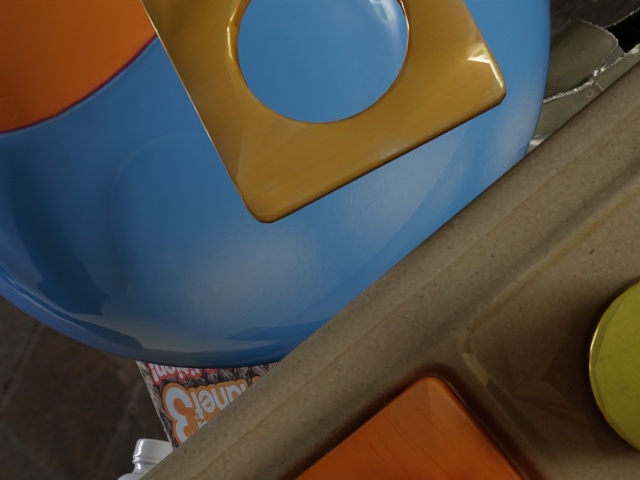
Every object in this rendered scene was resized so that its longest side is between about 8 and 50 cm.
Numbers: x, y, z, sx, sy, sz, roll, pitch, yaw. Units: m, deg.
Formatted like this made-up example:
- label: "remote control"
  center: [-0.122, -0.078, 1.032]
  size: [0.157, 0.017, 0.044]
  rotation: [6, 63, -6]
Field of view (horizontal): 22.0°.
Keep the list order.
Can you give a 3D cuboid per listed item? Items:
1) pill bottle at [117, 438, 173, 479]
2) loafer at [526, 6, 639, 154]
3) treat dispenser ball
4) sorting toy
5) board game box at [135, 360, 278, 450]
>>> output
- label: "pill bottle"
  center: [-0.176, 0.296, 1.713]
  size: [0.094, 0.094, 0.169]
  rotation: [1, 70, 33]
- label: "loafer"
  center: [0.191, -0.136, 1.310]
  size: [0.094, 0.251, 0.087]
  rotation: [33, 136, 53]
- label: "treat dispenser ball"
  center: [-0.046, -0.089, 0.709]
  size: [0.288, 0.288, 0.288]
  rotation: [13, 116, 29]
- label: "sorting toy"
  center: [0.067, 0.074, 0.323]
  size: [0.196, 0.047, 0.347]
  rotation: [-40, 81, 1]
- label: "board game box"
  center: [0.000, 0.000, 1.008]
  size: [0.141, 0.232, 0.291]
  rotation: [-21, 91, 49]
